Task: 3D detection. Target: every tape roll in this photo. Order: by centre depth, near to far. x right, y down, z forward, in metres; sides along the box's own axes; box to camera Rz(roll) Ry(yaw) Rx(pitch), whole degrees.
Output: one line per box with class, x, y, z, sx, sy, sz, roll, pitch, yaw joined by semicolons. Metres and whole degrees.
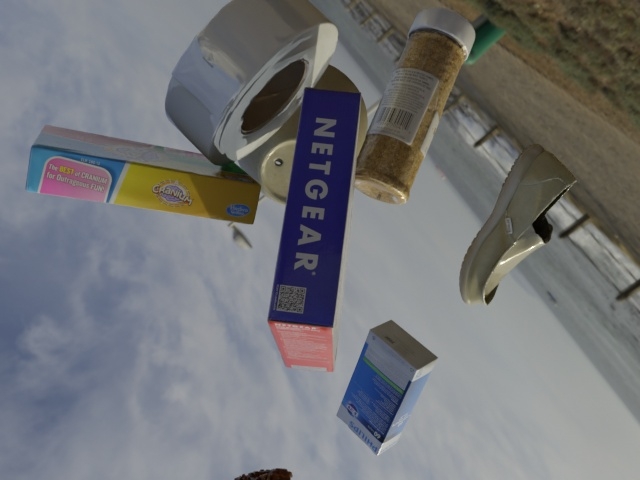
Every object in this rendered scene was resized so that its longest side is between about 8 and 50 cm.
tape roll;-0.104;-0.251;0.951;0.100;0.286;0.286;45;-168;5

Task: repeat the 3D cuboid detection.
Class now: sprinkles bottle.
sprinkles bottle;0.168;-0.247;1.137;0.121;0.356;0.121;23;171;4

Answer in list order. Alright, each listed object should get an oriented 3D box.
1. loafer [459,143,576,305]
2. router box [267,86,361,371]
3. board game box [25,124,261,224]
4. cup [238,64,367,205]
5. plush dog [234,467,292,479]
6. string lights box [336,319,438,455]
loafer;0.290;-0.007;0.918;0.092;0.269;0.102;31;-153;26
router box;0.000;0.000;0.914;0.301;0.082;0.336;87;-170;-68
board game box;-0.276;-0.106;0.966;0.316;0.064;0.242;8;-166;-23
cup;-0.051;-0.206;1.375;0.331;0.331;0.237;45;-156;-28
plush dog;-0.124;0.389;0.743;0.210;0.225;0.262;21;-136;1
string lights box;0.134;0.314;1.304;0.076;0.260;0.133;-16;-136;-43
